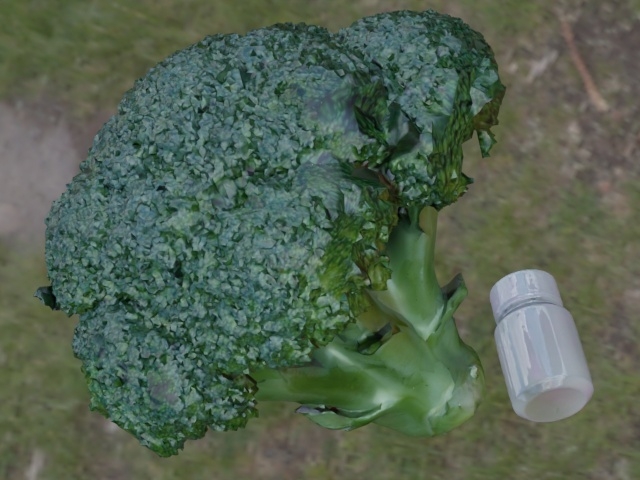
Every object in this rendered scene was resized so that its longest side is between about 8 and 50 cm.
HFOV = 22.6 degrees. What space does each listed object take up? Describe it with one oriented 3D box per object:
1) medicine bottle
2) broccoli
[{"bbox_3d":[0.137,0.066,1.009,0.052,0.052,0.089,-36,47,29],"label":"medicine bottle"},{"bbox_3d":[0.000,0.000,0.858,0.269,0.269,0.254,-35,31,30],"label":"broccoli"}]
